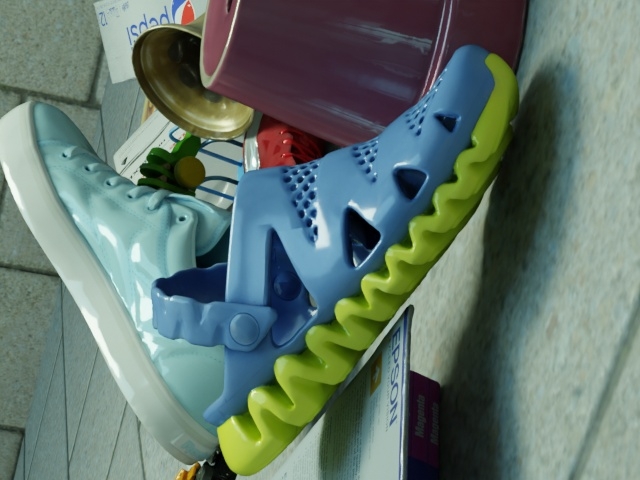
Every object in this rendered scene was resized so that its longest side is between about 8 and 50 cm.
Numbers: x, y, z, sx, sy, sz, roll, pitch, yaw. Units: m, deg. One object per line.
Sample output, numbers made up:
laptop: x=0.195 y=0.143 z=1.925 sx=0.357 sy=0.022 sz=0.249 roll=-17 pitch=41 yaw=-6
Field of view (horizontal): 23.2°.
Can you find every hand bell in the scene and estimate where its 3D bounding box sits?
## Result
hand bell: x=-0.055 y=-0.214 z=1.437 sx=0.242 sy=0.126 sz=0.126 roll=-53 pitch=-3 yaw=-36

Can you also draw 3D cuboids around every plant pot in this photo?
plant pot: x=0.020 y=-0.148 z=1.064 sx=0.201 sy=0.180 sz=0.201 roll=-170 pitch=90 yaw=-75

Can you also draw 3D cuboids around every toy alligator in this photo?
toy alligator: x=-0.146 y=-0.017 z=1.397 sx=0.056 sy=0.051 sz=0.189 roll=-13 pitch=62 yaw=55

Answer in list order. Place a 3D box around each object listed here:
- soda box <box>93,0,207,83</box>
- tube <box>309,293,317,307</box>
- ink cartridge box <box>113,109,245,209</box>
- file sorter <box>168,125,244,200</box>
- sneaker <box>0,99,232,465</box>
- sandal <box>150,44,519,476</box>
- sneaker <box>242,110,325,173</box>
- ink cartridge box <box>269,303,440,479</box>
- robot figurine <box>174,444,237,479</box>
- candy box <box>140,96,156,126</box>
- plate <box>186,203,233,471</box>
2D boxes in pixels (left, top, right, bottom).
soda box: x=-0.133 y=-0.238 z=1.661 sx=0.286 sy=0.091 sz=0.098 roll=-7 pitch=97 yaw=56
tube: x=-0.026 y=0.086 z=1.331 sx=0.207 sy=0.052 sz=0.080 roll=130 pitch=144 yaw=-68
ink cartridge box: x=-0.143 y=-0.091 z=1.698 sx=0.148 sy=0.086 sz=0.203 roll=-46 pitch=20 yaw=5
file sorter: x=-0.087 y=-0.030 z=1.465 sx=0.118 sy=0.105 sz=0.170 roll=-27 pitch=52 yaw=50
sneaker: x=-0.137 y=0.004 z=1.302 sx=0.366 sy=0.150 sz=0.135 roll=56 pitch=-175 yaw=23
sandal: x=0.000 y=0.000 z=0.975 sx=0.317 sy=0.138 sz=0.126 roll=-51 pitch=-6 yaw=17
sneaker: x=-0.007 y=-0.053 z=1.345 sx=0.128 sy=0.087 sz=0.221 roll=-25 pitch=51 yaw=49
ink cartridge box: x=0.022 y=0.258 z=0.985 sx=0.330 sy=0.071 sz=0.324 roll=125 pitch=154 yaw=-54
robot figurine: x=-0.113 y=0.286 z=1.230 sx=0.211 sy=0.085 sz=0.291 roll=-58 pitch=7 yaw=20
candy box: x=-0.174 y=-0.127 z=1.940 sx=0.183 sy=0.088 sz=0.316 roll=170 pitch=110 yaw=-74
plate: x=-0.114 y=0.086 z=1.658 sx=0.277 sy=0.045 sz=0.278 roll=-108 pitch=33 yaw=-62
